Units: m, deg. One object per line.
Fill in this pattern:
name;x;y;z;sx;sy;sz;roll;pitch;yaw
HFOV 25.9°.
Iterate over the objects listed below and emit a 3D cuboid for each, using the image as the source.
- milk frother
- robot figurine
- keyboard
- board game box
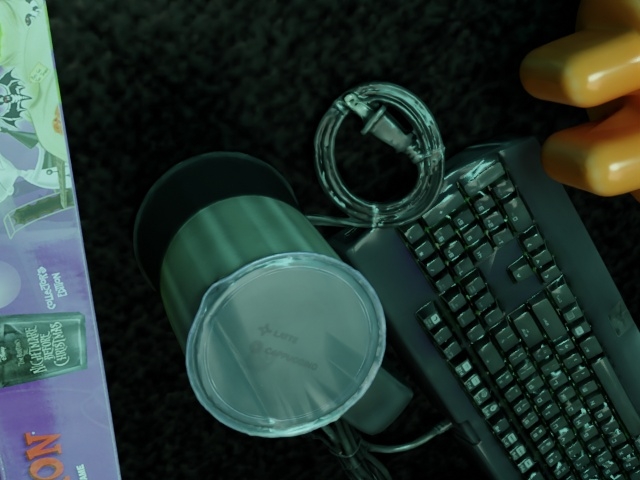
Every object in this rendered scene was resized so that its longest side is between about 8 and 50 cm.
milk frother;0.000;0.000;0.620;0.129;0.135;0.143;20;104;-24
robot figurine;0.208;-0.087;0.653;0.219;0.158;0.128;-18;155;-9
keyboard;0.092;0.097;0.788;0.201;0.033;0.317;-33;126;2
board game box;-0.115;-0.034;0.514;0.056;0.208;0.347;-12;124;-14
